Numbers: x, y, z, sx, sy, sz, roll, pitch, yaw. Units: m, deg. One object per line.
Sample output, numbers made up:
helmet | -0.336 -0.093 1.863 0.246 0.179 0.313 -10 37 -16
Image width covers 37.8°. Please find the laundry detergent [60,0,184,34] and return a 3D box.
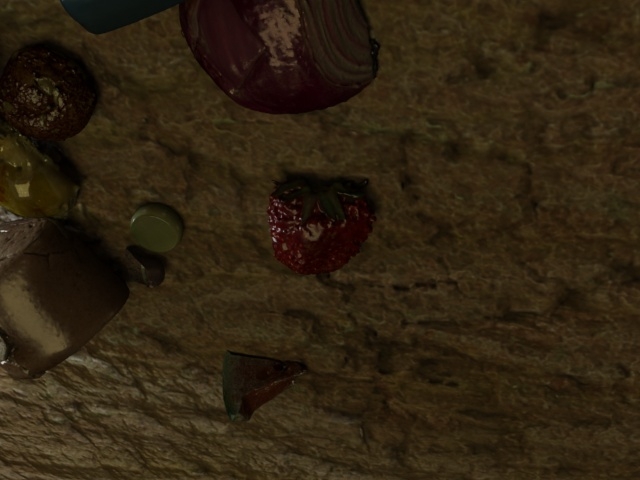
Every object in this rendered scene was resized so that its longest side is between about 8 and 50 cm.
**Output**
laundry detergent | -0.159 -0.330 1.064 0.290 0.143 0.094 -8 143 25

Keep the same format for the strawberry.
strawberry | -0.001 0.003 1.373 0.167 0.087 0.208 6 136 12

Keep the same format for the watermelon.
watermelon | -0.114 0.249 1.687 0.158 0.121 0.098 -33 146 -10

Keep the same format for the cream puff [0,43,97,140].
cream puff | -0.391 -0.201 1.314 0.149 0.084 0.149 8 135 9

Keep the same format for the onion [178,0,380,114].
onion | -0.069 -0.241 1.145 0.248 0.111 0.250 -6 132 23

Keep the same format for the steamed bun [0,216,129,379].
steamed bun | -0.500 0.110 1.572 0.301 0.199 0.251 -24 121 37

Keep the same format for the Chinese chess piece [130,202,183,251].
Chinese chess piece | -0.258 -0.021 1.479 0.084 0.034 0.084 9 133 9

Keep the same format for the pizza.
pizza | -0.462 -0.096 1.412 0.188 0.080 0.204 25 152 -10

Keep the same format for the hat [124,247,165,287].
hat | -0.289 0.041 1.552 0.087 0.042 0.058 36 137 34
